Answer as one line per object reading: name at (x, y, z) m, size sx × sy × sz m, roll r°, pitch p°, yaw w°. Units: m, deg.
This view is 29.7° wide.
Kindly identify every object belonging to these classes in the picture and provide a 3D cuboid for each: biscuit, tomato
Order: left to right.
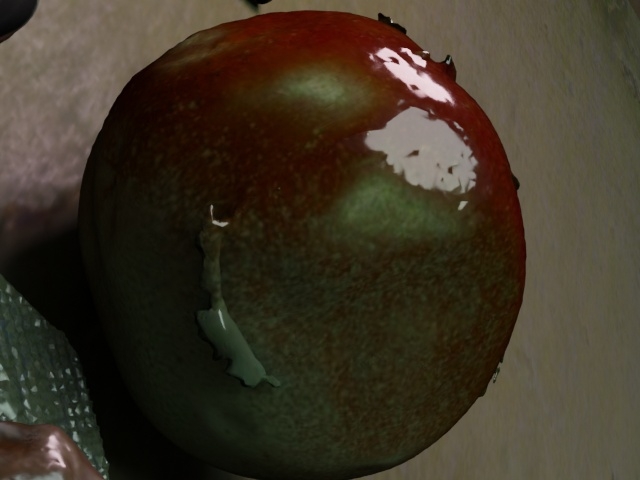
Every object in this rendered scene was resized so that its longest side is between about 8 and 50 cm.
biscuit at (-0.204, 0.075, 0.663) m, size 0.250 × 0.046 × 0.147 m, roll 51°, pitch 31°, yaw -26°
tomato at (-0.026, 0.002, 0.775) m, size 0.239 × 0.303 × 0.303 m, roll -21°, pitch 87°, yaw -31°

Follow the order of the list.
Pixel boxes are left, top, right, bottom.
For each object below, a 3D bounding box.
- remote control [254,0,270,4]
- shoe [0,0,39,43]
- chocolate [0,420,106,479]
remote control at (-0.112, -0.298, 1.130) m, size 0.212 × 0.028 × 0.059 m, roll 37°, pitch 43°, yaw -42°
shoe at (-0.252, -0.170, 0.673) m, size 0.291 × 0.137 × 0.114 m, roll -20°, pitch 88°, yaw -63°
chocolate at (-0.186, 0.158, 0.511) m, size 0.093 × 0.148 × 0.214 m, roll 65°, pitch 32°, yaw -15°
